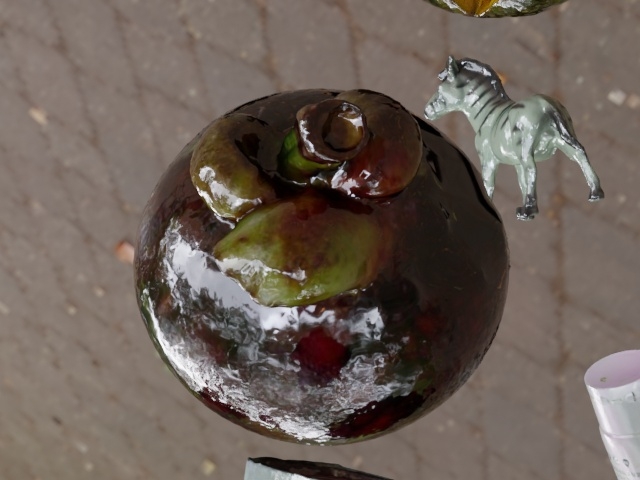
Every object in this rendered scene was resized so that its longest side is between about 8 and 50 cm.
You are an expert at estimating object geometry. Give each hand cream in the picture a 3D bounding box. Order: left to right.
[{"bbox_3d":[0.320,0.249,1.518,0.111,0.070,0.312,17,133,60],"label":"hand cream"}]

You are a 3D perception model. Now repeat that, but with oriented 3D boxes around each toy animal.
[{"bbox_3d":[0.186,-0.105,1.625,0.217,0.073,0.176,-10,89,65],"label":"toy animal"}]

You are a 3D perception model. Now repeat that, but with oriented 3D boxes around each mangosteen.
[{"bbox_3d":[0.000,0.000,0.997,0.228,0.228,0.265,29,154,19],"label":"mangosteen"}]

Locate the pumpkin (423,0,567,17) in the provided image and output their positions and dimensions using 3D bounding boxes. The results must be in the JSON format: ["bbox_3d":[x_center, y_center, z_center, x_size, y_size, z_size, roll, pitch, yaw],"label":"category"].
[{"bbox_3d":[0.125,-0.278,1.259,0.238,0.159,0.238,17,143,13],"label":"pumpkin"}]

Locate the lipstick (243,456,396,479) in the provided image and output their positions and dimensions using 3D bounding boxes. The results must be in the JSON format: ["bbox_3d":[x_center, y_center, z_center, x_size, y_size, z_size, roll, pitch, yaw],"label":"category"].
[{"bbox_3d":[-0.013,0.242,0.858,0.077,0.253,0.079,12,176,-42],"label":"lipstick"}]
